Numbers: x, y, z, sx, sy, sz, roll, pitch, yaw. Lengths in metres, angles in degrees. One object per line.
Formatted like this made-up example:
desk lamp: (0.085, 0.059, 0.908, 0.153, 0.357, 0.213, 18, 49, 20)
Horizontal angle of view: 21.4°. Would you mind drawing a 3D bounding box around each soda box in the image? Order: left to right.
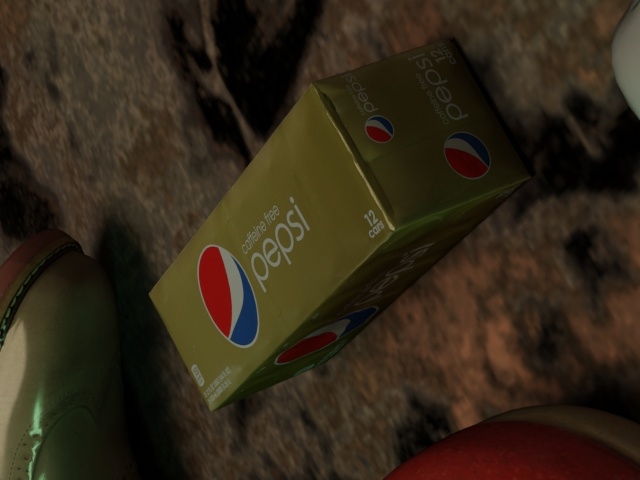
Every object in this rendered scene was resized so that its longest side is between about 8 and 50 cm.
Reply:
soda box: (0.000, 0.000, 0.623, 0.058, 0.061, 0.181, 61, 148, 12)

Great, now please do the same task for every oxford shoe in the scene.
oxford shoe: (-0.108, 0.156, 0.877, 0.130, 0.123, 0.348, 15, 124, 22)

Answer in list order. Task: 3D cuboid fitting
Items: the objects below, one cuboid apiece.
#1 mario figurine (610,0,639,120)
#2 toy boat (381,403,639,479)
mario figurine: (0.168, -0.044, 0.273, 0.320, 0.198, 0.170, 86, 168, -48)
toy boat: (0.082, 0.157, 0.510, 0.231, 0.151, 0.151, 35, 136, 42)
